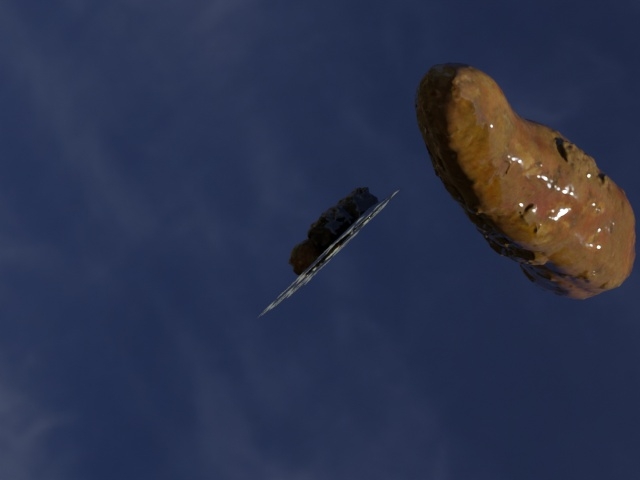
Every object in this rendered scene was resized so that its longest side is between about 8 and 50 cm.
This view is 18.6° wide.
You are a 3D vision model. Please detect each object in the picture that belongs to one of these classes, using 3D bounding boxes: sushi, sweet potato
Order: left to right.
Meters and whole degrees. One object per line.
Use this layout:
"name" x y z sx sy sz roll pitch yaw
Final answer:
"sushi" 0.000 0.000 1.501 0.026 0.120 0.126 46 -72 4
"sweet potato" 0.157 -0.022 1.339 0.095 0.354 0.106 -29 -117 16
